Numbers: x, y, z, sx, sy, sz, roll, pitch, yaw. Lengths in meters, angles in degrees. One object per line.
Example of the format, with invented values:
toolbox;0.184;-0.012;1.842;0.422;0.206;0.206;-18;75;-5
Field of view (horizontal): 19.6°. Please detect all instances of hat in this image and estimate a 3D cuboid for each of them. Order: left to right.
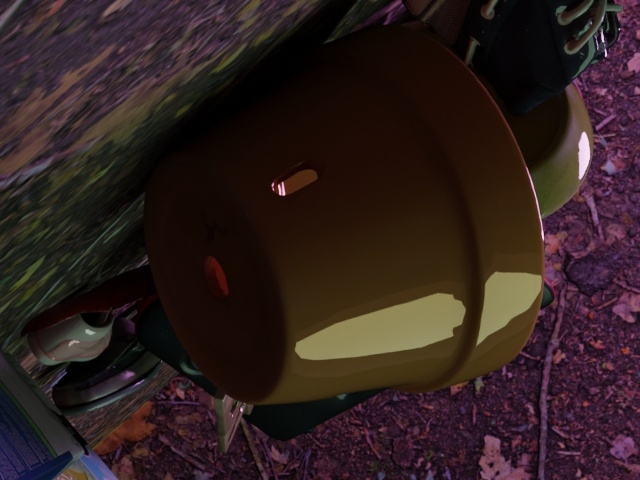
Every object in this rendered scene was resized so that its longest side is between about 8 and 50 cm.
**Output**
hat;-0.135;-0.015;1.634;0.208;0.184;0.173;-66;168;-60

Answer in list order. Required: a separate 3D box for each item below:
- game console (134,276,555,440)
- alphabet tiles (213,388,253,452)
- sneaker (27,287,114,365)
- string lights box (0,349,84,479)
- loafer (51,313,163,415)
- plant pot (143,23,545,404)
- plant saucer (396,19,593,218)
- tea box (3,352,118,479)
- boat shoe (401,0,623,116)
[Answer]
game console;0.025;0.070;2.036;0.387;0.342;0.060;-29;-135;18
alphabet tiles;-0.028;0.020;1.712;0.285;0.011;0.342;95;16;-69
sneaker;-0.209;0.075;1.699;0.070;0.051;0.134;-37;174;19
string lights box;-0.247;0.124;1.183;0.077;0.133;0.260;-41;176;6
loafer;-0.214;0.110;2.098;0.096;0.084;0.267;-3;-161;38
plant pot;0.000;0.000;1.417;0.203;0.290;0.291;-20;167;-29
plant saucer;0.119;-0.111;1.593;0.241;0.241;0.037;-39;156;-29
tea box;-0.298;0.318;1.516;0.329;0.323;0.220;-42;177;1
boat shoe;0.198;-0.227;1.464;0.127;0.158;0.340;-40;177;-27
